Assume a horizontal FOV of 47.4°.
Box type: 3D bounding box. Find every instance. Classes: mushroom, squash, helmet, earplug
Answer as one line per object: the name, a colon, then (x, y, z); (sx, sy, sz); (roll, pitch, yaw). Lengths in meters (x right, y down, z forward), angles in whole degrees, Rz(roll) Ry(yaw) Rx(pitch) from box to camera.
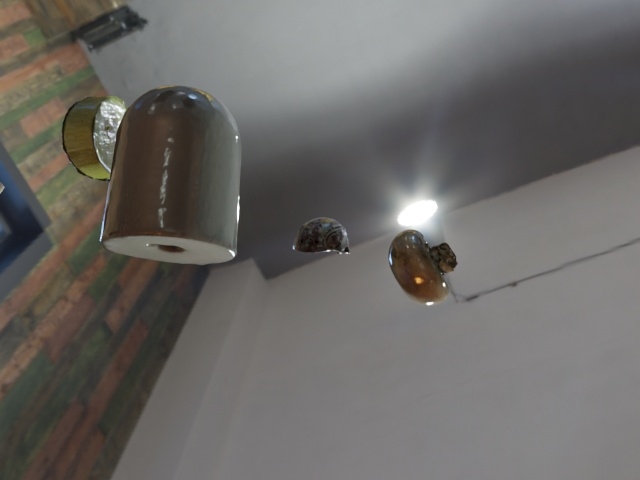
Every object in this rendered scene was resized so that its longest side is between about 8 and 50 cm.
mushroom: (0.288, 0.069, 2.035); (0.178, 0.226, 0.226); (-37, -160, 9)
squash: (-0.525, -0.261, 1.834); (0.133, 0.220, 0.220); (-4, -150, 36)
helmet: (0.004, -0.015, 2.121); (0.153, 0.107, 0.177); (5, 180, 24)
earplug: (-0.342, -0.161, 1.721); (0.313, 0.393, 0.312); (2, 167, 0)

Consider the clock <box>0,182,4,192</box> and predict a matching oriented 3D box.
clock: (-1.037, -0.176, 2.106); (0.147, 0.192, 0.071); (-18, -143, 38)
